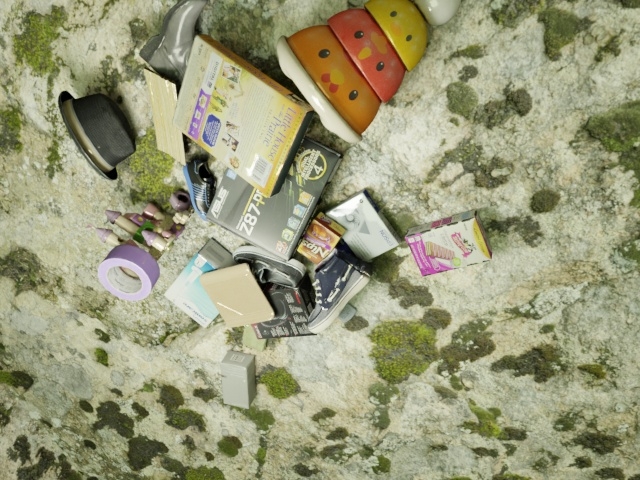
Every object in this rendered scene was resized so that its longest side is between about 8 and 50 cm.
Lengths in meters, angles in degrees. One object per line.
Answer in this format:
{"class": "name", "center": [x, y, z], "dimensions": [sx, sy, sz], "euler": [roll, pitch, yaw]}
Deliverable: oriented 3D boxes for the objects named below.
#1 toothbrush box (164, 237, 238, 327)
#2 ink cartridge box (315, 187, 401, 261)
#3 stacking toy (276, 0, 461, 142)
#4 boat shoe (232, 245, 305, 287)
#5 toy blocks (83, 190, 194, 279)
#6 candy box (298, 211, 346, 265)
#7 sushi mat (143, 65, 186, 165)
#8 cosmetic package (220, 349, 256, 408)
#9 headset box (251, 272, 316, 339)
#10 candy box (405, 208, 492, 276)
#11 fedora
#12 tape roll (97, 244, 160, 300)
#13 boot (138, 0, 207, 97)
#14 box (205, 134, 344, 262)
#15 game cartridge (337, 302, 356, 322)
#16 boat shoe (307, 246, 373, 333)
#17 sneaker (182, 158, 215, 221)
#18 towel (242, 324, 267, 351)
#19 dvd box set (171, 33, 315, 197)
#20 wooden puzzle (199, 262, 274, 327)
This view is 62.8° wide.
{"class": "toothbrush box", "center": [-0.439, 0.170, 2.049], "dimensions": [0.216, 0.126, 0.295], "euler": [40, 123, -6]}
{"class": "ink cartridge box", "center": [0.120, -0.033, 1.777], "dimensions": [0.224, 0.045, 0.223], "euler": [-30, 105, 31]}
{"class": "stacking toy", "center": [0.154, -0.526, 1.384], "dimensions": [0.480, 0.350, 0.350], "euler": [-37, 101, 15]}
{"class": "boat shoe", "center": [-0.205, 0.104, 1.915], "dimensions": [0.301, 0.102, 0.108], "euler": [15, 144, 21]}
{"class": "toy blocks", "center": [-0.658, -0.055, 1.909], "dimensions": [0.260, 0.288, 0.309], "euler": [36, 127, -8]}
{"class": "candy box", "center": [0.000, 0.000, 1.806], "dimensions": [0.109, 0.053, 0.187], "euler": [36, 140, 4]}
{"class": "sushi mat", "center": [-0.517, -0.409, 1.757], "dimensions": [0.151, 0.019, 0.316], "euler": [30, 139, 23]}
{"class": "cosmetic package", "center": [-0.354, 0.602, 2.274], "dimensions": [0.127, 0.107, 0.238], "euler": [7, 117, 13]}
{"class": "headset box", "center": [-0.161, 0.255, 2.003], "dimensions": [0.293, 0.110, 0.218], "euler": [-9, 114, 24]}
{"class": "candy box", "center": [0.410, 0.011, 1.679], "dimensions": [0.233, 0.071, 0.159], "euler": [-18, 110, 27]}
{"class": "fedora", "center": [-0.748, -0.382, 1.814], "dimensions": [0.152, 0.334, 0.334], "euler": [-27, 109, -2]}
{"class": "tape roll", "center": [-0.656, 0.111, 1.804], "dimensions": [0.189, 0.080, 0.189], "euler": [6, 128, 8]}
{"class": "boot", "center": [-0.395, -0.593, 1.632], "dimensions": [0.223, 0.118, 0.338], "euler": [48, 134, -13]}
{"class": "box", "center": [-0.151, -0.174, 1.703], "dimensions": [0.318, 0.097, 0.395], "euler": [29, 104, 7]}
{"class": "game cartridge", "center": [0.097, 0.271, 1.974], "dimensions": [0.056, 0.017, 0.083], "euler": [40, 124, 0]}
{"class": "boat shoe", "center": [0.019, 0.169, 1.816], "dimensions": [0.158, 0.127, 0.340], "euler": [32, 112, -16]}
{"class": "sneaker", "center": [-0.412, -0.177, 1.874], "dimensions": [0.090, 0.081, 0.232], "euler": [-5, 115, 31]}
{"class": "towel", "center": [-0.269, 0.390, 2.169], "dimensions": [0.110, 0.027, 0.148], "euler": [21, 123, 10]}
{"class": "dvd box set", "center": [-0.243, -0.368, 1.562], "dimensions": [0.420, 0.062, 0.308], "euler": [37, 125, 14]}
{"class": "wooden puzzle", "center": [-0.304, 0.202, 1.927], "dimensions": [0.221, 0.044, 0.239], "euler": [-14, 113, 24]}
